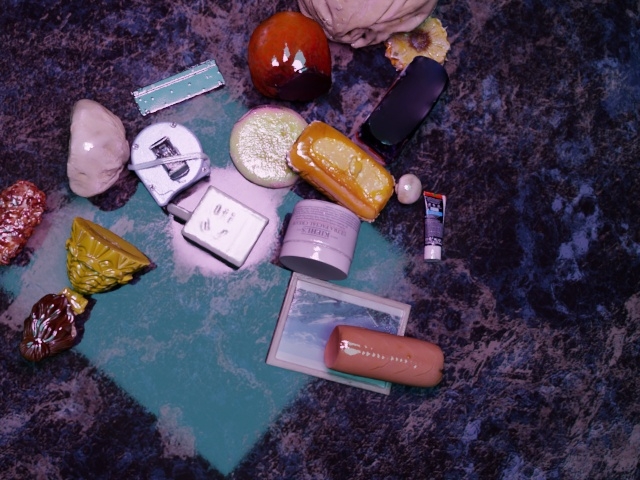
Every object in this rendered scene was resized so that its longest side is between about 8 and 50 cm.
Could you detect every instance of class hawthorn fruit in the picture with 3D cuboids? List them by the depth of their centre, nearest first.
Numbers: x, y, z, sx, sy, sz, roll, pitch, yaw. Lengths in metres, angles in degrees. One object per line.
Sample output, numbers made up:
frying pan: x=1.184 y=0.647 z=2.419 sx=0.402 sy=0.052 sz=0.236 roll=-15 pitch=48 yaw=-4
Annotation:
hawthorn fruit: x=-0.077 y=-0.474 z=1.322 sx=0.216 sy=0.215 sz=0.249 roll=4 pitch=86 yaw=-11

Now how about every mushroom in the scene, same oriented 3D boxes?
mushroom: x=0.234 y=-0.138 z=1.418 sx=0.068 sy=0.084 sz=0.083 roll=7 pitch=81 yaw=30

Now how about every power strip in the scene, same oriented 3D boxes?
power strip: x=-0.257 y=-0.043 z=1.276 sx=0.225 sy=0.139 sz=0.140 roll=31 pitch=81 yaw=-7

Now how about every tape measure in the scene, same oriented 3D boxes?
tape measure: x=-0.372 y=-0.196 z=1.286 sx=0.182 sy=0.107 sz=0.181 roll=-42 pitch=100 yaw=-9

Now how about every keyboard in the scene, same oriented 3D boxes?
keyboard: x=-0.363 y=-0.391 z=1.349 sx=0.231 sy=0.023 sz=0.072 roll=-26 pitch=97 yaw=-12

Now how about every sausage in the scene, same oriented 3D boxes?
sausage: x=0.168 y=0.292 z=1.318 sx=0.305 sy=0.121 sz=0.121 roll=13 pitch=82 yaw=-12

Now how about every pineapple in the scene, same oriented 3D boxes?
pineapple: x=0.277 y=-0.557 z=1.477 sx=0.222 sy=0.047 sz=0.220 roll=1 pitch=83 yaw=-11

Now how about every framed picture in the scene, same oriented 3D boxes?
framed picture: x=0.053 y=0.243 z=1.371 sx=0.336 sy=0.022 sz=0.247 roll=18 pitch=82 yaw=-9

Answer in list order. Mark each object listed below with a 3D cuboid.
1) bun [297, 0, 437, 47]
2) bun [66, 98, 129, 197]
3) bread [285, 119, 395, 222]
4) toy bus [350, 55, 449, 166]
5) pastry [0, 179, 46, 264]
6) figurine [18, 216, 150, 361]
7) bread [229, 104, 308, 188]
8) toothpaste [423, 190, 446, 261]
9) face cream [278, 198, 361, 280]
bun: x=0.120 y=-0.621 z=1.314 sx=0.363 sy=0.326 sz=0.234 roll=7 pitch=87 yaw=-5
bun: x=-0.512 y=-0.209 z=1.215 sx=0.133 sy=0.231 sz=0.230 roll=3 pitch=84 yaw=-28
bread: x=0.049 y=-0.175 z=1.345 sx=0.288 sy=0.119 sz=0.152 roll=36 pitch=80 yaw=-15
toy bus: x=0.208 y=-0.338 z=1.391 sx=0.128 sy=0.147 sz=0.302 roll=37 pitch=77 yaw=-6
pastry: x=-0.717 y=-0.043 z=1.211 sx=0.115 sy=0.097 sz=0.208 roll=33 pitch=78 yaw=-17
figurine: x=-0.567 y=0.128 z=1.212 sx=0.187 sy=0.168 sz=0.315 roll=35 pitch=90 yaw=-34
bread: x=-0.123 y=-0.249 z=1.376 sx=0.229 sy=0.033 sz=0.228 roll=1 pitch=84 yaw=-11
toothpaste: x=0.312 y=-0.039 z=1.440 sx=0.071 sy=0.045 sz=0.193 roll=8 pitch=77 yaw=-19
face cream: x=0.000 y=0.000 z=1.295 sx=0.178 sy=0.177 sz=0.152 roll=17 pitch=73 yaw=-9
